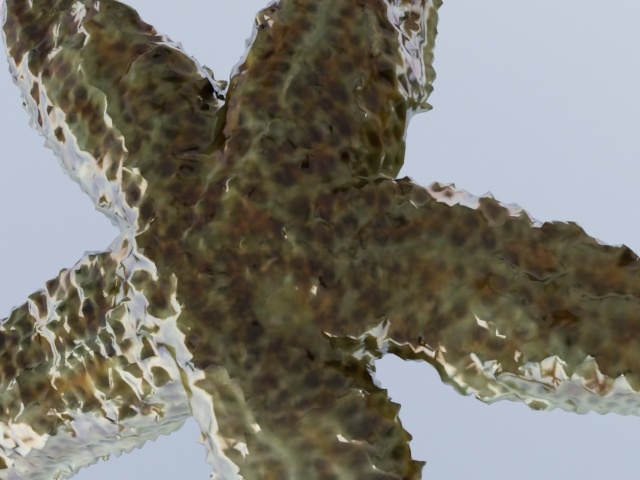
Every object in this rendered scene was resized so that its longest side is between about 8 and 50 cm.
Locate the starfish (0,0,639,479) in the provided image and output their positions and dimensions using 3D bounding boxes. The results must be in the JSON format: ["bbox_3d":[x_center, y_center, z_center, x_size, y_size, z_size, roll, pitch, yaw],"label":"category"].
[{"bbox_3d":[0.001,0.000,0.395,0.358,0.078,0.347,4,-101,24],"label":"starfish"}]
